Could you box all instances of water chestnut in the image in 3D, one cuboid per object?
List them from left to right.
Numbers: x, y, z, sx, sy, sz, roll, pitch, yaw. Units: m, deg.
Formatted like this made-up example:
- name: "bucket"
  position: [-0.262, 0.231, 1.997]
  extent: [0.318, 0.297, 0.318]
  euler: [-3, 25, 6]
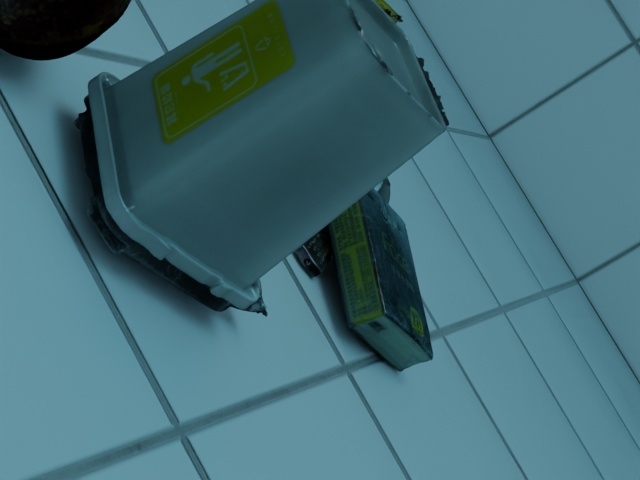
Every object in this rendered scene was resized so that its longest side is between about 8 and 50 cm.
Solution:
- name: "water chestnut"
  position: [-0.301, -0.321, 1.334]
  extent: [0.223, 0.224, 0.238]
  euler: [-100, -177, -49]

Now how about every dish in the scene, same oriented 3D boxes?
- name: "dish"
  position: [0.098, -0.124, 2.291]
  extent: [0.137, 0.039, 0.091]
  euler: [64, 20, 15]

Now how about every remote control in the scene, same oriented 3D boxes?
- name: "remote control"
  position: [0.000, 0.000, 1.870]
  extent: [0.059, 0.028, 0.212]
  euler: [58, 19, -9]

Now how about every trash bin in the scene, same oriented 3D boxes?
- name: "trash bin"
  position: [-0.055, -0.112, 1.382]
  extent: [0.296, 0.368, 0.256]
  euler: [39, 25, -43]

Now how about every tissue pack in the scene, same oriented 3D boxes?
- name: "tissue pack"
  position: [0.084, 0.049, 1.867]
  extent: [0.185, 0.081, 0.257]
  euler: [45, 28, -51]

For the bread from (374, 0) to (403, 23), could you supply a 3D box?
- name: "bread"
  position: [0.045, -0.476, 2.556]
  extent: [0.147, 0.160, 0.260]
  euler: [55, 24, 14]
